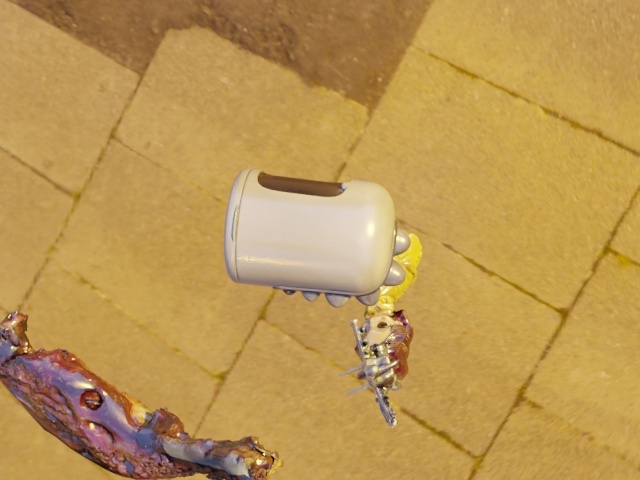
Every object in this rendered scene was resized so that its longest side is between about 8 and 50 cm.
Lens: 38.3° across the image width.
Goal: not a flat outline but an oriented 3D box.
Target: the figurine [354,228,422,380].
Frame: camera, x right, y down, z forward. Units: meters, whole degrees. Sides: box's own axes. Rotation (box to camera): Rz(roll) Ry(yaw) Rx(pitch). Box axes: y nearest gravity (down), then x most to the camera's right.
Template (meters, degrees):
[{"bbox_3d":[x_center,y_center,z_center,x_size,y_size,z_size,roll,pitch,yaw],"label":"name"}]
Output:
[{"bbox_3d":[0.128,0.138,1.942,0.187,0.168,0.315,-3,42,5],"label":"figurine"}]

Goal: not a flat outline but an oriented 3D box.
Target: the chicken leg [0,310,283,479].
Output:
[{"bbox_3d":[-0.137,0.126,0.649,0.253,0.106,0.051,19,51,23],"label":"chicken leg"}]

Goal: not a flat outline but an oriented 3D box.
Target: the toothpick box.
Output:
[{"bbox_3d":[0.000,0.000,1.630,0.316,0.229,0.229,7,86,7],"label":"toothpick box"}]

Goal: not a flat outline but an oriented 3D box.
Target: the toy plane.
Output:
[{"bbox_3d":[0.092,0.210,1.488,0.088,0.262,0.192,-19,81,-12],"label":"toy plane"}]
